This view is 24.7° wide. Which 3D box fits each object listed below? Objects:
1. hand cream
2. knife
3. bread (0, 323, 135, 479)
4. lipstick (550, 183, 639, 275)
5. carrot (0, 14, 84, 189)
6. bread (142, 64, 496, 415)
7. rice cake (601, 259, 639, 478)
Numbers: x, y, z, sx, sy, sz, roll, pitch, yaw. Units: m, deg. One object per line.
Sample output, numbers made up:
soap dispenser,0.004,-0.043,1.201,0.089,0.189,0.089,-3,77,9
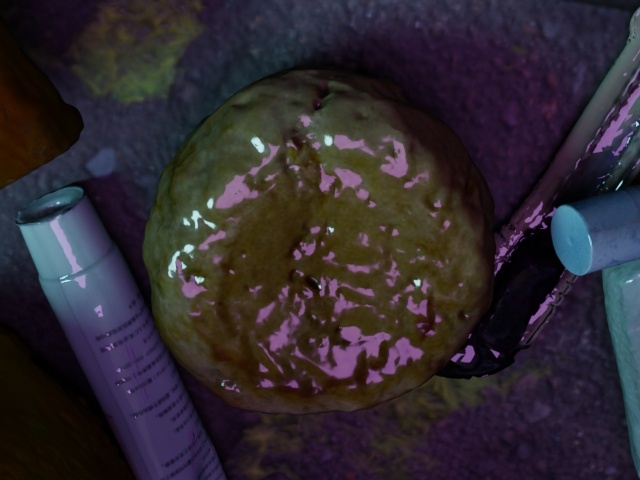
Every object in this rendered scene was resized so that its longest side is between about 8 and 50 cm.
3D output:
hand cream,-0.114,0.116,1.004,0.058,0.085,0.331,-11,116,29
knife,0.173,-0.043,0.965,0.089,0.043,0.365,27,110,-20
bread,-0.231,0.212,0.885,0.361,0.394,0.250,41,91,-18
lipstick,0.228,-0.019,0.949,0.158,0.048,0.048,-15,118,-21
carrot,-0.320,-0.114,0.783,0.241,0.241,0.340,-37,115,13
bread,0.000,0.000,0.929,0.230,0.123,0.230,-3,112,-7
rice cake,0.239,0.087,1.021,0.063,0.069,0.206,-15,119,0
